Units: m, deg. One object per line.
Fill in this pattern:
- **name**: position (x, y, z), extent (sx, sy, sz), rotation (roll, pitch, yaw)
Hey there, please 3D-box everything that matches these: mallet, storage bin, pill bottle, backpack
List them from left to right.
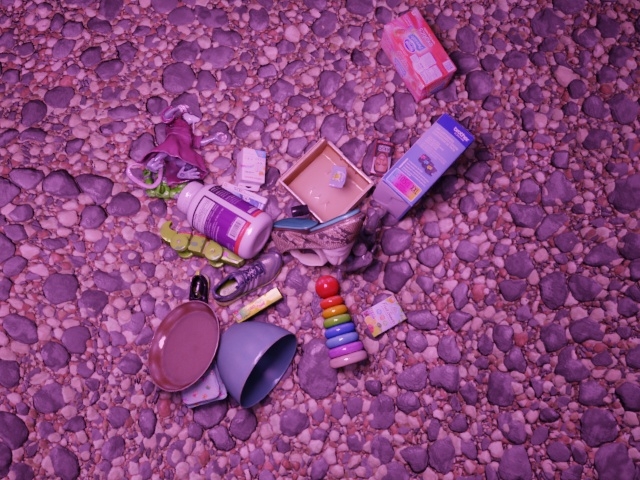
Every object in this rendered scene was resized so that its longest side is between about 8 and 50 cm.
- **backpack**: position (-0.415, 0.479, 1.597), extent (0.165, 0.144, 0.189), rotation (-16, 75, 3)
- **pill bottle**: position (-0.342, -0.082, 1.610), extent (0.322, 0.181, 0.182), rotation (30, 82, 12)
- **mallet**: position (-0.092, -0.105, 1.660), extent (0.062, 0.189, 0.039), rotation (-12, 93, -15)
- **storage bin**: position (0.029, -0.212, 1.713), extent (0.262, 0.123, 0.260), rotation (44, 84, 7)

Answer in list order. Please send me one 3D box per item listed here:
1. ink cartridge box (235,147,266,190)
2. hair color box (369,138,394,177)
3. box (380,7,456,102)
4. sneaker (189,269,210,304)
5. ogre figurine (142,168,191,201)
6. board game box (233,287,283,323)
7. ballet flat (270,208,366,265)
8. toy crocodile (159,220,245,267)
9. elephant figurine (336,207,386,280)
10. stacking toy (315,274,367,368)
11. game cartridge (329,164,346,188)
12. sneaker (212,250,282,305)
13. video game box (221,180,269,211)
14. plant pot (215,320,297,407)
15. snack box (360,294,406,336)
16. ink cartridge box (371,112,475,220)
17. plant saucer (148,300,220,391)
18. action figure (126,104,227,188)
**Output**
- **ink cartridge box**: position (-0.267, -0.266, 1.724), extent (0.092, 0.090, 0.143), rotation (5, 80, -26)
- **hair color box**: position (0.240, -0.320, 1.770), extent (0.071, 0.043, 0.141), rotation (10, 82, 1)
- **box**: position (0.379, -0.725, 1.784), extent (0.154, 0.142, 0.300), rotation (-30, 82, -4)
- **sneaker**: position (-0.453, 0.228, 1.656), extent (0.084, 0.097, 0.235), rotation (-4, 81, 0)
- **ogre figurine**: position (-0.596, -0.215, 1.730), extent (0.196, 0.097, 0.118), rotation (12, 69, -9)
- **board game box**: position (-0.225, 0.238, 1.657), extent (0.181, 0.092, 0.043), rotation (-31, 83, -5)
- **ballet flat**: position (0.000, 0.000, 1.549), extent (0.164, 0.482, 0.182), rotation (-25, 103, -36)
- **toy crocodile**: position (-0.438, 0.023, 1.674), extent (0.340, 0.115, 0.105), rotation (16, 71, 7)
- **elephant figurine**: position (0.152, 0.008, 1.673), extent (0.185, 0.239, 0.170), rotation (-13, 108, 33)
- **stacking toy**: position (0.059, 0.286, 1.642), extent (0.141, 0.141, 0.331), rotation (-16, 74, -2)
- **game cartridge**: position (0.065, -0.232, 1.647), extent (0.055, 0.017, 0.083), rotation (10, 81, -2)
- **sneaker**: position (-0.268, 0.140, 1.657), extent (0.300, 0.121, 0.111), rotation (-36, 83, -5)
- **video game box**: position (-0.324, -0.101, 1.735), extent (0.187, 0.048, 0.205), rotation (22, 82, 6)
- **plant pot**: position (-0.245, 0.393, 1.557), extent (0.195, 0.290, 0.290), rotation (30, 82, 24)
- **snack box**: position (0.232, 0.280, 1.676), extent (0.141, 0.037, 0.100), rotation (-28, 83, -5)
- **ink cartridge box**: position (0.384, -0.281, 1.648), extent (0.151, 0.270, 0.395), rotation (42, 84, 4)
- **plant saucer**: position (-0.458, 0.360, 1.548), extent (0.310, 0.050, 0.311), rotation (-15, 56, 24)
- **action figure**: position (-0.532, -0.361, 1.709), extent (0.275, 0.248, 0.370), rotation (-27, 47, 19)
